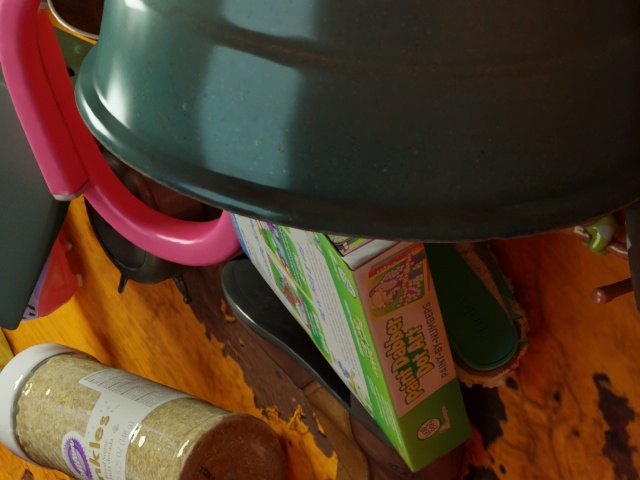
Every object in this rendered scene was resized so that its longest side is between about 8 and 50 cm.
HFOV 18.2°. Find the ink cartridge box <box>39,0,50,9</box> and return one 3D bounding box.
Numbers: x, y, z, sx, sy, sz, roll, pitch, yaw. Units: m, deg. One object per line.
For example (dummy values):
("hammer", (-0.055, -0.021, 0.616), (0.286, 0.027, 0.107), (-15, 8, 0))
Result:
("ink cartridge box", (-0.256, -0.309, 1.737), (0.145, 0.045, 0.179), (99, 155, -44))

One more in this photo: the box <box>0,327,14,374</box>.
("box", (-0.389, 0.120, 2.219), (0.105, 0.043, 0.179), (65, 152, 2))

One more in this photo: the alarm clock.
("alarm clock", (-0.157, -0.044, 1.730), (0.129, 0.064, 0.192), (31, 132, 44))

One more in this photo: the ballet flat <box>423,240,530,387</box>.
("ballet flat", (0.068, -0.006, 1.389), (0.077, 0.091, 0.241), (111, 137, -82))

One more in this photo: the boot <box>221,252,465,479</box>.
("boot", (0.025, 0.161, 1.593), (0.264, 0.096, 0.280), (30, 142, 34))

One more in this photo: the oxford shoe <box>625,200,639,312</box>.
("oxford shoe", (0.236, 0.064, 1.189), (0.076, 0.076, 0.212), (-6, 122, 17))

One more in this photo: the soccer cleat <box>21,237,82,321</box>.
("soccer cleat", (-0.311, -0.041, 1.934), (0.083, 0.095, 0.248), (-6, 106, 58))

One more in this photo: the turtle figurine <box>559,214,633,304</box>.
("turtle figurine", (0.084, -0.067, 1.225), (0.087, 0.269, 0.217), (-62, 34, 17))

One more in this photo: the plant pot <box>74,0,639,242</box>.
("plant pot", (0.043, -0.224, 1.061), (0.341, 0.341, 0.334), (33, 128, 43))

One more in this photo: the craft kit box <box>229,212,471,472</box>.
("craft kit box", (0.000, 0.000, 1.342), (0.247, 0.061, 0.250), (55, 170, 36))

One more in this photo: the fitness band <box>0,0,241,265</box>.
("fitness band", (-0.146, -0.105, 1.572), (0.209, 0.054, 0.291), (4, 127, 34))

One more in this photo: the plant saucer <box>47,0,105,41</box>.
("plant saucer", (-0.097, -0.198, 1.414), (0.198, 0.198, 0.036), (33, 157, 43))

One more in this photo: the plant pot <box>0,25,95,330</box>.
("plant pot", (-0.289, -0.078, 1.763), (0.165, 0.166, 0.234), (24, 130, -7))

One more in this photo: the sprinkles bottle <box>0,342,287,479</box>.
("sprinkles bottle", (-0.176, 0.183, 1.853), (0.355, 0.121, 0.121), (13, 121, 53))
